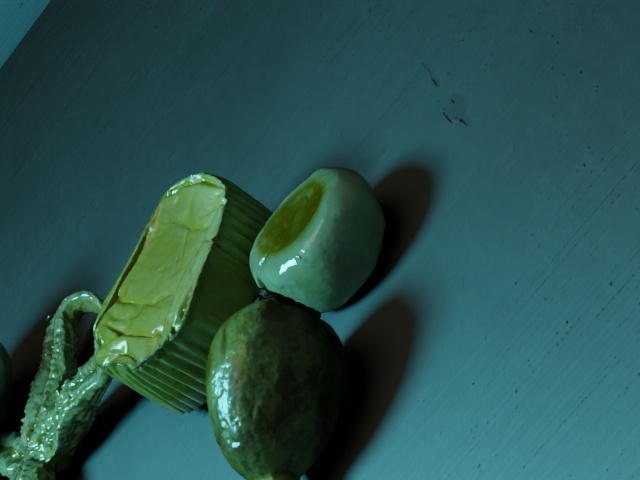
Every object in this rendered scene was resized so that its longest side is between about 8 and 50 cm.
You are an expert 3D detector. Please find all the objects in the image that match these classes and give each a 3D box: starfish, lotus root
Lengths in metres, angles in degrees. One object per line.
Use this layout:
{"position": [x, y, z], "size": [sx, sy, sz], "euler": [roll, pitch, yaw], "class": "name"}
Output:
{"position": [-0.316, 0.221, 1.754], "size": [0.324, 0.082, 0.432], "euler": [-61, 17, 4], "class": "starfish"}
{"position": [-0.044, 0.146, 1.343], "size": [0.138, 0.138, 0.214], "euler": [-28, 49, 44], "class": "lotus root"}

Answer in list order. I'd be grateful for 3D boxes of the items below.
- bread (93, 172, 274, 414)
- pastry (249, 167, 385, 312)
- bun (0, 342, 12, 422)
{"position": [-0.137, 0.060, 1.593], "size": [0.179, 0.133, 0.250], "euler": [-4, 60, 54], "class": "bread"}
{"position": [0.000, 0.000, 1.480], "size": [0.156, 0.092, 0.156], "euler": [-36, 34, 30], "class": "pastry"}
{"position": [-0.540, 0.234, 1.923], "size": [0.359, 0.211, 0.359], "euler": [-58, -11, -18], "class": "bun"}
